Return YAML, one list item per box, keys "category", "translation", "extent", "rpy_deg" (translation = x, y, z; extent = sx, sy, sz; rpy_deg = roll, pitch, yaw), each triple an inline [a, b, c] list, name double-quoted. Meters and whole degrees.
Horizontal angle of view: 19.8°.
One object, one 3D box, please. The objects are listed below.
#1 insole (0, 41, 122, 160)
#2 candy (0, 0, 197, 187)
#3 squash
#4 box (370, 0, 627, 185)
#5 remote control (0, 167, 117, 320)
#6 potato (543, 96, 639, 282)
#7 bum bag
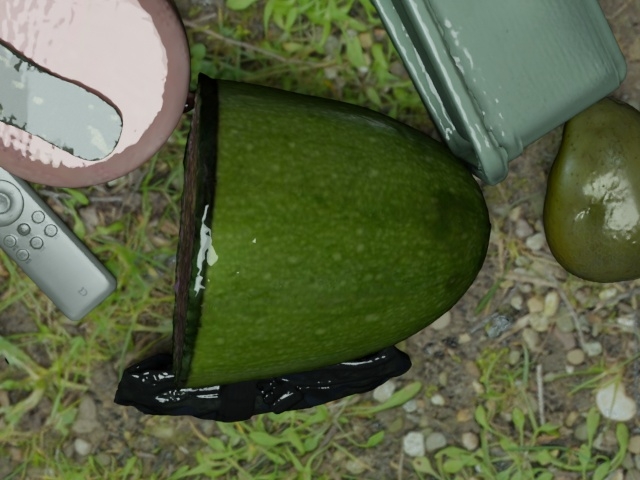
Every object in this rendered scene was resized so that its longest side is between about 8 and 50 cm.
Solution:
- category: "insole"
  translation: [-0.307, -0.148, 1.769]
  extent: [0.248, 0.011, 0.081]
  rpy_deg: [25, 102, -8]
- category: "candy"
  translation: [-0.242, -0.172, 1.822]
  extent: [0.255, 0.094, 0.255]
  rpy_deg: [-1, 104, -3]
- category: "squash"
  translation: [0.017, 0.008, 1.785]
  extent: [0.308, 0.310, 0.310]
  rpy_deg: [6, 104, -7]
- category: "box"
  translation: [0.162, -0.234, 1.802]
  extent: [0.182, 0.175, 0.312]
  rpy_deg: [-28, 105, -5]
- category: "remote control"
  translation: [-0.317, -0.026, 1.889]
  extent: [0.067, 0.029, 0.261]
  rpy_deg: [-40, 103, 7]
- category: "potato"
  translation: [0.302, -0.052, 1.875]
  extent: [0.157, 0.157, 0.194]
  rpy_deg: [-12, 92, -1]
- category: "bum bag"
  translation: [-0.059, 0.147, 1.904]
  extent: [0.310, 0.137, 0.074]
  rpy_deg: [-4, 72, -2]
